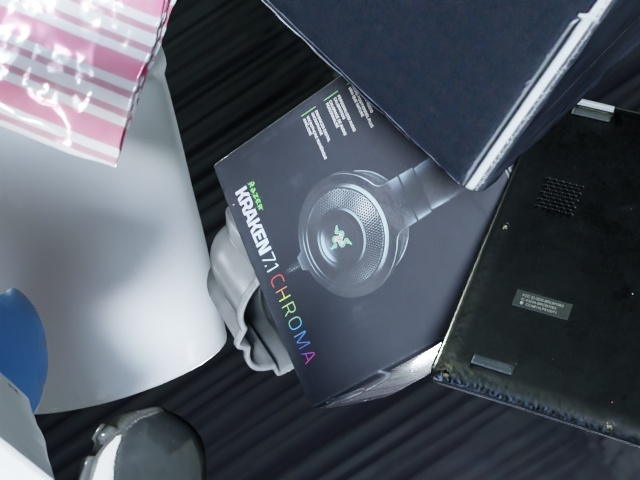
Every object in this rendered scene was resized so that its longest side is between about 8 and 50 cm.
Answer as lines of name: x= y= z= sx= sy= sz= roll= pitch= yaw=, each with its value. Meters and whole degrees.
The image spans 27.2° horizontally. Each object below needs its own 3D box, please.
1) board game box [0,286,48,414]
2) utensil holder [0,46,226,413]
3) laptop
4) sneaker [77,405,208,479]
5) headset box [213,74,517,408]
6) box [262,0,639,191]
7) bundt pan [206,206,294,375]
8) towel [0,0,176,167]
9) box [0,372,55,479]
board game box: x=-0.328 y=0.130 z=1.352 sx=0.033 sy=0.168 sz=0.133 roll=13 pitch=-123 yaw=-55
utensil holder: x=-0.304 y=-0.021 z=1.634 sx=0.327 sy=0.327 sz=0.385 roll=-117 pitch=12 yaw=-78
laptop: x=0.345 y=0.035 z=1.046 sx=0.382 sy=0.408 sz=0.236 roll=16 pitch=154 yaw=20
sneaker: x=-0.014 y=0.190 z=0.389 sx=0.107 sy=0.124 sz=0.283 roll=120 pitch=146 yaw=-74
headset box: x=0.085 y=-0.025 z=1.144 sx=0.131 sy=0.283 sz=0.246 roll=-1 pitch=-115 yaw=-55
box: x=0.202 y=-0.358 z=0.734 sx=0.297 sy=0.472 sz=0.480 roll=45 pitch=149 yaw=10
bundt pan: x=0.000 y=0.000 z=1.591 sx=0.124 sy=0.331 sz=0.331 roll=46 pitch=176 yaw=30
towel: x=-0.191 y=-0.168 z=1.001 sx=0.144 sy=0.197 sz=0.029 roll=20 pitch=-173 yaw=-2
box: x=-0.392 y=0.233 z=1.030 sx=0.168 sy=0.345 sz=0.215 roll=44 pitch=176 yaw=-21
